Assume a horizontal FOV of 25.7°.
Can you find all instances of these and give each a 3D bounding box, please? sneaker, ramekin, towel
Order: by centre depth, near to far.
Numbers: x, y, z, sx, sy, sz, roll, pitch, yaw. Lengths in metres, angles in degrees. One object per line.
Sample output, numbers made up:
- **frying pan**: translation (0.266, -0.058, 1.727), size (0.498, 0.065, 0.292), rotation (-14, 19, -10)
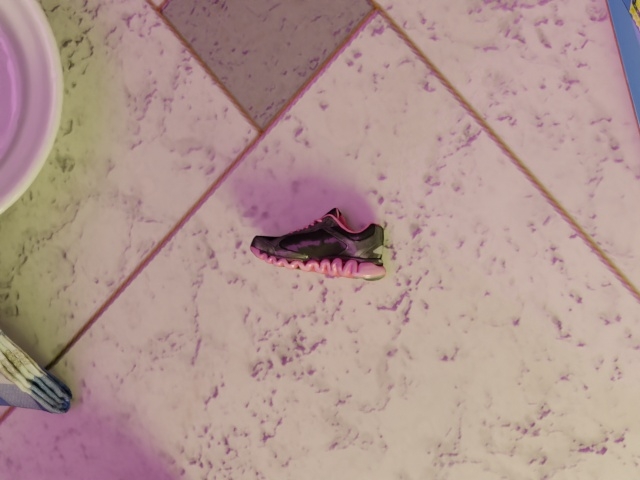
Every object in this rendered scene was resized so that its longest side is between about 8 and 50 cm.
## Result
- **sneaker**: translation (0.000, 0.000, 1.162), size (0.119, 0.047, 0.057), rotation (7, 91, 18)
- **ramekin**: translation (-0.367, -0.131, 1.210), size (0.277, 0.135, 0.277), rotation (-1, 92, -15)
- **towel**: translation (-0.367, 0.079, 1.234), size (0.209, 0.285, 0.034), rotation (3, 60, 27)

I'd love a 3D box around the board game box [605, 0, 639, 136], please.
- **board game box**: translation (0.288, -0.149, 1.014), size (0.145, 0.027, 0.281), rotation (-14, 89, 25)
